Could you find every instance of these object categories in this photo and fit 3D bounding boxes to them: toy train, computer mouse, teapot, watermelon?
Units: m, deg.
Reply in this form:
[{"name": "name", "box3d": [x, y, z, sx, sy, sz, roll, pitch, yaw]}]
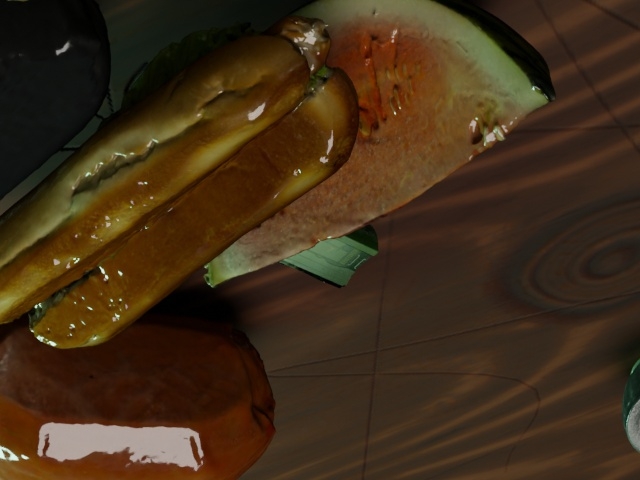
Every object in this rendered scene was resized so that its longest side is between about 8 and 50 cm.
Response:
[{"name": "toy train", "box3d": [0.000, 0.000, 1.363, 0.093, 0.038, 0.056, 24, 127, -36]}, {"name": "computer mouse", "box3d": [-0.275, -0.076, 1.122, 0.323, 0.116, 0.183, -35, 162, 22]}, {"name": "teapot", "box3d": [0.335, 0.143, 1.582, 0.124, 0.091, 0.092, 1, 120, -4]}, {"name": "watermelon", "box3d": [0.019, -0.104, 1.171, 0.303, 0.159, 0.128, -27, 116, 34]}]

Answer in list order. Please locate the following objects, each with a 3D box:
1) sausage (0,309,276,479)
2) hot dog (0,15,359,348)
[{"name": "sausage", "box3d": [-0.169, 0.133, 1.389, 0.268, 0.153, 0.141, 4, 148, -17]}, {"name": "hot dog", "box3d": [-0.104, -0.041, 1.148, 0.135, 0.100, 0.337, 26, 129, -38]}]
